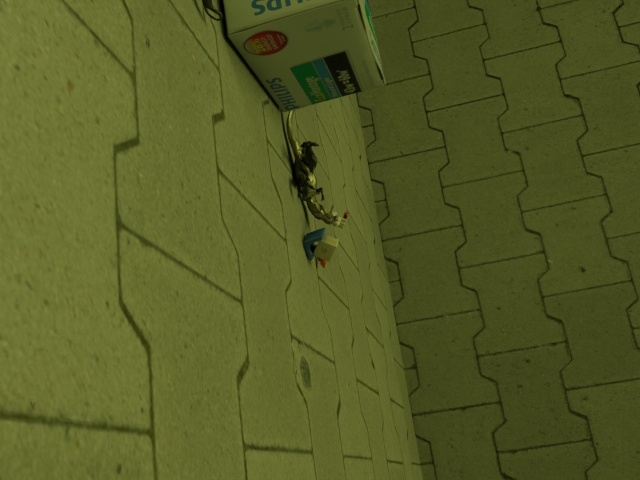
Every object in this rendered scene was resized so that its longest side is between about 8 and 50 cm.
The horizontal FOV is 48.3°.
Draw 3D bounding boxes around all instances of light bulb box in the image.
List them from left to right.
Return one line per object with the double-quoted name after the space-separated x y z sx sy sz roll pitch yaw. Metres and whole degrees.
-0.039 -0.485 1.315 0.358 0.225 0.360 41 37 -74 "light bulb box"

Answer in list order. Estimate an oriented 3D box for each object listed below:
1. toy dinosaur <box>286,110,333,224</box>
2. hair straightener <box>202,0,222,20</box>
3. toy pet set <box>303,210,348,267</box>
-0.031 -0.150 1.446 0.118 0.064 0.268 -127 -158 -79 "toy dinosaur"
-0.146 -0.434 1.017 0.089 0.047 0.230 -104 -164 -66 "hair straightener"
0.000 0.000 1.463 0.114 0.065 0.122 -72 -175 -62 "toy pet set"
